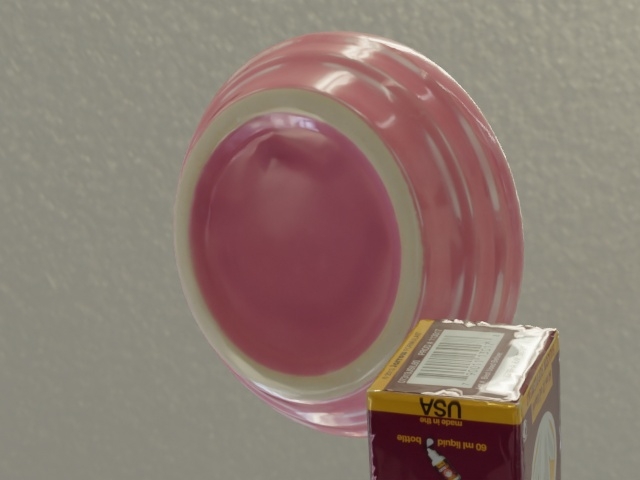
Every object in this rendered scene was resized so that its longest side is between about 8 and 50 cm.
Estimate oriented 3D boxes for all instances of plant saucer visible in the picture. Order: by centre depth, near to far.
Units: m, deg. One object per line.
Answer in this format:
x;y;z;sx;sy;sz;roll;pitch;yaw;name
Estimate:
0.000;0.000;1.195;0.084;0.332;0.332;-12;-42;-52;plant saucer

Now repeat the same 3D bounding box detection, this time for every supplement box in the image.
0.080;0.148;0.790;0.104;0.081;0.188;-43;-48;-62;supplement box
